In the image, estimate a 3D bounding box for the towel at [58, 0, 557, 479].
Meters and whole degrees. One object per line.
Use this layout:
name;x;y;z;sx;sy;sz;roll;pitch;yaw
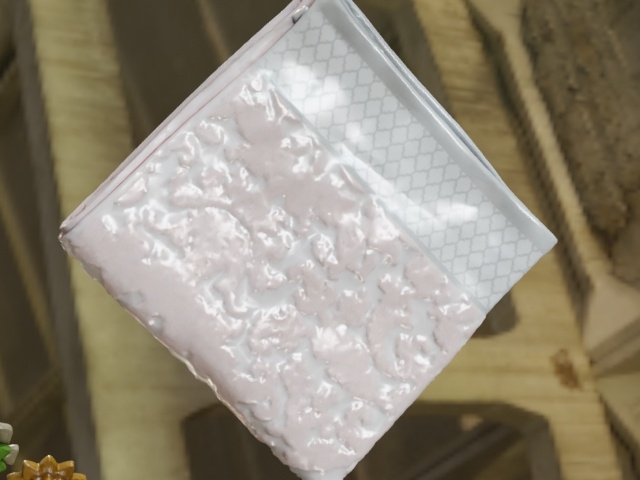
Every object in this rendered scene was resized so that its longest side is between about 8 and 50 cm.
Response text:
towel;0.000;0.000;1.319;0.317;0.332;0.053;-46;-163;-8

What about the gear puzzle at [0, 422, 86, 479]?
gear puzzle;-0.410;0.254;1.611;0.175;0.339;0.044;-63;-152;30
